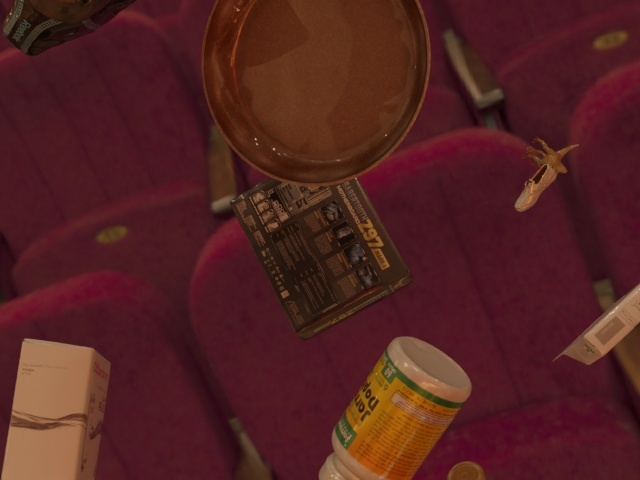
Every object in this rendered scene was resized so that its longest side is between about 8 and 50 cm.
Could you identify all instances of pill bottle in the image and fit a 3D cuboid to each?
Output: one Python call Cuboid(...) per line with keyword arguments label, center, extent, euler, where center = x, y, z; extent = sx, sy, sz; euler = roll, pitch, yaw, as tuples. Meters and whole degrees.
Cuboid(label="pill bottle", center=(0.087, 0.233, 1.284), extent=(0.208, 0.118, 0.117), euler=(-58, 27, 16))

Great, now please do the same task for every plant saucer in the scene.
Cuboid(label="plant saucer", center=(0.304, 0.495, 2.156), extent=(0.083, 0.015, 0.083), euler=(-13, 45, 13))
Cuboid(label="plant saucer", center=(-0.004, -0.224, 1.297), extent=(0.311, 0.310, 0.050), euler=(-7, 2, 24))

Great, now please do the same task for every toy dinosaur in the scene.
Cuboid(label="toy dinosaur", center=(0.468, -0.168, 2.112), extent=(0.093, 0.053, 0.183), euler=(32, 32, 10))

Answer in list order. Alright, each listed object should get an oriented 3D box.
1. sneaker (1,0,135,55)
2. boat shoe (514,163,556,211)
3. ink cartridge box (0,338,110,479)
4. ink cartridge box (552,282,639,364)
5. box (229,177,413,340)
Cuboid(label="sneaker", center=(-0.261, -0.337, 1.244), extent=(0.140, 0.125, 0.341), euler=(-37, 8, 41))
Cuboid(label="boat shoe", center=(0.382, -0.097, 1.854), extent=(0.100, 0.035, 0.035), euler=(-46, 34, 0))
Cuboid(label="ink cartridge box", center=(-0.423, 0.313, 1.648), extent=(0.117, 0.207, 0.283), euler=(6, 76, -2))
Cuboid(label="ink cartridge box", center=(0.529, 0.161, 1.887), extent=(0.181, 0.224, 0.056), euler=(-39, 76, -13))
Cuboid(label="box", center=(0.000, 0.000, 1.480), extent=(0.183, 0.059, 0.232), euler=(-30, 71, 3))
